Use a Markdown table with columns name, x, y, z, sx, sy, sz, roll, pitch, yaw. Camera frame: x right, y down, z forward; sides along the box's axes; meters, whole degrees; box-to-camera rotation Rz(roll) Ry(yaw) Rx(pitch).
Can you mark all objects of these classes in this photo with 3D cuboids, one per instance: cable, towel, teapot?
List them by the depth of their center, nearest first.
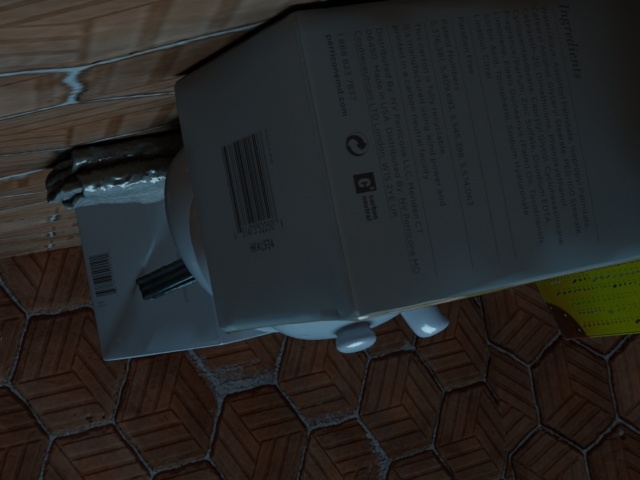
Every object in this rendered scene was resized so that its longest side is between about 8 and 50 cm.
| name | x | y | z | sx | sy | sz | roll | pitch | yaw |
| --- | --- | --- | --- | --- | --- | --- | --- | --- | --- |
| teapot | 0.000 | 0.000 | 1.304 | 0.256 | 0.187 | 0.252 | -11 | 163 | -16 |
| towel | -0.102 | -0.071 | 1.453 | 0.282 | 0.049 | 0.187 | -11 | 180 | -15 |
| cable | -0.068 | -0.016 | 1.603 | 0.287 | 0.072 | 0.139 | -17 | -168 | 42 |

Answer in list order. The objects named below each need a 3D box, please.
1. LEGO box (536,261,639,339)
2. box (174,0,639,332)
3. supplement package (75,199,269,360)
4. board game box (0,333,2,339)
| name | x | y | z | sx | sy | sz | roll | pitch | yaw |
| --- | --- | --- | --- | --- | --- | --- | --- | --- | --- |
| LEGO box | 0.522 | -0.062 | 1.921 | 0.372 | 0.193 | 0.500 | -31 | -171 | -27 |
| box | 0.115 | -0.058 | 0.995 | 0.345 | 0.168 | 0.215 | -11 | 179 | -23 |
| supplement package | -0.114 | 0.016 | 1.898 | 0.198 | 0.199 | 0.262 | -11 | 179 | 40 |
| board game box | -0.337 | 0.021 | 1.198 | 0.045 | 0.147 | 0.193 | -12 | 178 | 41 |
